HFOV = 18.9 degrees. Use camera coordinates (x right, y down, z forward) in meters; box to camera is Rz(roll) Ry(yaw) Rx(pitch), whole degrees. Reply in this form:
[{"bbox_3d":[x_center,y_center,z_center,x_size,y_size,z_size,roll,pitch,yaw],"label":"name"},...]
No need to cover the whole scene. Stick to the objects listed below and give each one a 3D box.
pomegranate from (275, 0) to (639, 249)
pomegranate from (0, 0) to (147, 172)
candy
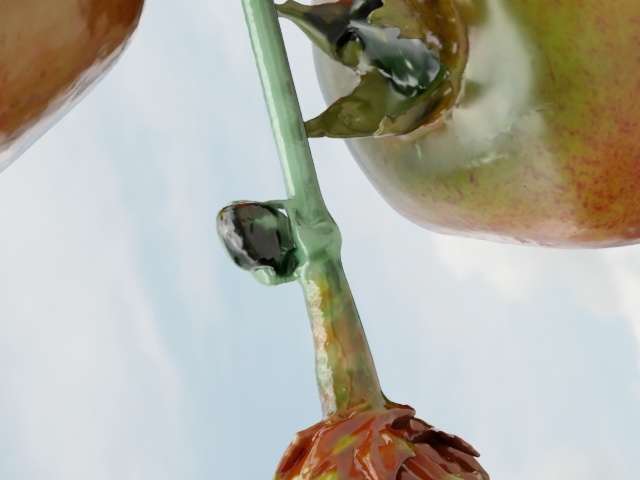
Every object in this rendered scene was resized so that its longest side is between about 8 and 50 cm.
[{"bbox_3d":[0.092,-0.096,0.858,0.256,0.221,0.221,-15,-93,-44],"label":"pomegranate"},{"bbox_3d":[-0.168,-0.116,0.770,0.209,0.209,0.209,49,-148,-45],"label":"pomegranate"},{"bbox_3d":[0.000,0.000,0.607,0.078,0.084,0.288,-8,-97,-41],"label":"candy"}]
